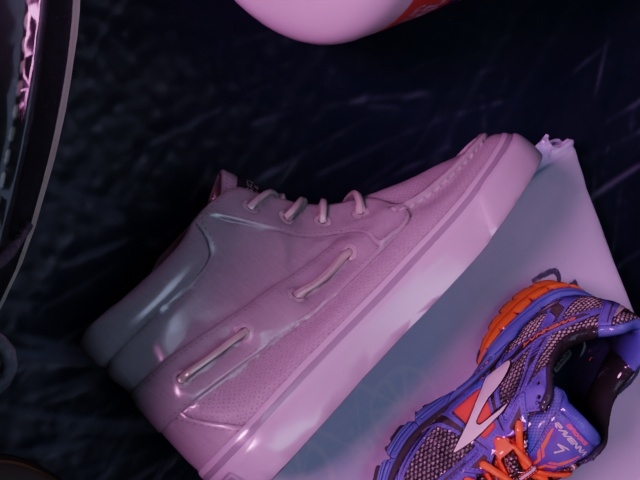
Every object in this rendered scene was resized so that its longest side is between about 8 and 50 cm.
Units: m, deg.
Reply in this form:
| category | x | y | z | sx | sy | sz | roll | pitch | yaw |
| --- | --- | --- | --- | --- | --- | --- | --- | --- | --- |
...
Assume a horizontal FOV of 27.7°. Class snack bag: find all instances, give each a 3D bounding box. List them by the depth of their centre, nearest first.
| category | x | y | z | sx | sy | sz | roll | pitch | yaw |
| --- | --- | --- | --- | --- | --- | --- | --- | --- | --- |
| snack bag | 0.096 | 0.152 | 0.778 | 0.323 | 0.037 | 0.343 | -33 | 106 | -29 |

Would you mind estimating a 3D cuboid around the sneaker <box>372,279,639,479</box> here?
| category | x | y | z | sx | sy | sz | roll | pitch | yaw |
| --- | --- | --- | --- | --- | --- | --- | --- | --- | --- |
| sneaker | 0.105 | 0.108 | 0.710 | 0.083 | 0.087 | 0.221 | 45 | 66 | -23 |

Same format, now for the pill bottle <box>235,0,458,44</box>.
| category | x | y | z | sx | sy | sz | roll | pitch | yaw |
| --- | --- | --- | --- | --- | --- | --- | --- | --- | --- |
| pill bottle | 0.093 | -0.228 | 0.670 | 0.322 | 0.181 | 0.182 | -25 | 106 | -30 |

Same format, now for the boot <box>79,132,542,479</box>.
| category | x | y | z | sx | sy | sz | roll | pitch | yaw |
| --- | --- | --- | --- | --- | --- | --- | --- | --- | --- |
| boot | 0.000 | 0.000 | 0.659 | 0.123 | 0.095 | 0.258 | 44 | 61 | 2 |

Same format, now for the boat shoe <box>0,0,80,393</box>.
| category | x | y | z | sx | sy | sz | roll | pitch | yaw |
| --- | --- | --- | --- | --- | --- | --- | --- | --- | --- |
| boat shoe | -0.214 | 0.045 | 0.493 | 0.186 | 0.156 | 0.500 | 30 | 75 | -29 |

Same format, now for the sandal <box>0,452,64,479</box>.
| category | x | y | z | sx | sy | sz | roll | pitch | yaw |
| --- | --- | --- | --- | --- | --- | --- | --- | --- | --- |
| sandal | -0.091 | 0.174 | 0.621 | 0.219 | 0.060 | 0.090 | 39 | 89 | -26 |
